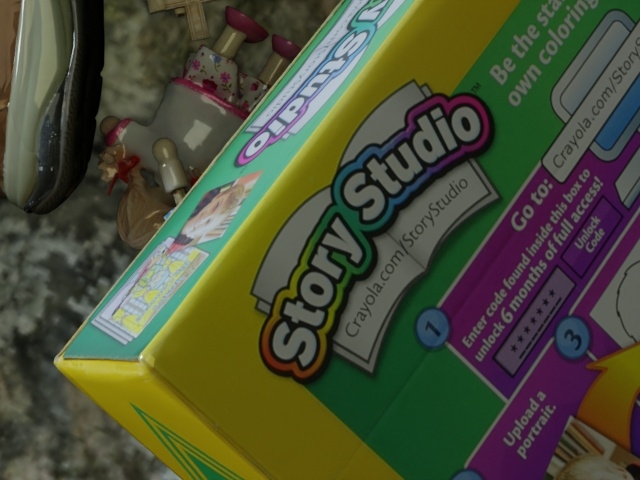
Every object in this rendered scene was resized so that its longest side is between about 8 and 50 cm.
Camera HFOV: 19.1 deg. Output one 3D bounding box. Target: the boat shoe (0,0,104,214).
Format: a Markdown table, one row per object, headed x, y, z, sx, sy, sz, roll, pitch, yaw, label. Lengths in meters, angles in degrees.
| x | y | z | sx | sy | sz | roll | pitch | yaw | label |
| --- | --- | --- | --- | --- | --- | --- | --- | --- | --- |
| -0.165 | -0.179 | 0.967 | 0.120 | 0.122 | 0.324 | 7 | 89 | 1 | boat shoe |

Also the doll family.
| x | y | z | sx | sy | sz | roll | pitch | yaw | label |
| --- | --- | --- | --- | --- | --- | --- | --- | --- | --- |
| 0.000 | 0.000 | 0.971 | 0.263 | 0.118 | 0.163 | 31 | 89 | -2 | doll family |

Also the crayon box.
| x | y | z | sx | sy | sz | roll | pitch | yaw | label |
| --- | --- | --- | --- | --- | --- | --- | --- | --- | --- |
| 0.111 | 0.019 | 0.890 | 0.313 | 0.106 | 0.363 | 44 | 68 | -17 | crayon box |

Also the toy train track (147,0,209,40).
| x | y | z | sx | sy | sz | roll | pitch | yaw | label |
| --- | --- | --- | --- | --- | --- | --- | --- | --- | --- |
| -0.052 | -0.136 | 1.022 | 0.083 | 0.014 | 0.048 | -13 | 91 | -3 | toy train track |
